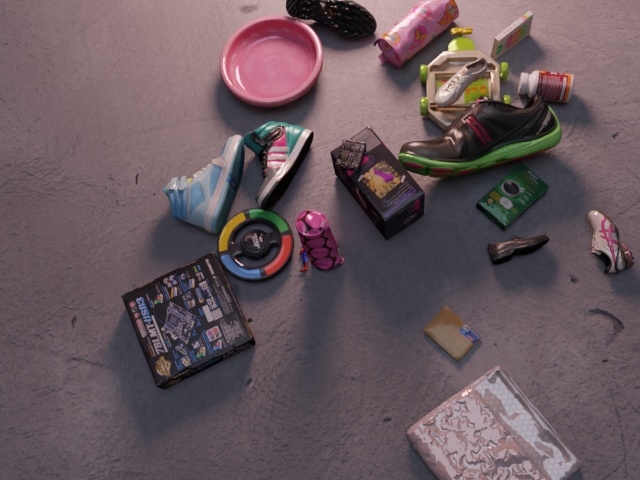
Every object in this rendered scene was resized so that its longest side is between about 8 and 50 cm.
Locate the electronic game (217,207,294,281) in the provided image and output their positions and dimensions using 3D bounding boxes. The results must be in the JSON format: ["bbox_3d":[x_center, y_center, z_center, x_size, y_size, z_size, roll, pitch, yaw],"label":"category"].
[{"bbox_3d":[-0.191,0.011,1.961,0.230,0.048,0.229,-2,69,6],"label":"electronic game"}]

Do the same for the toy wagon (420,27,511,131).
[{"bbox_3d":[0.442,-0.498,2.062,0.268,0.068,0.344,0,69,7],"label":"toy wagon"}]

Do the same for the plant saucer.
[{"bbox_3d":[-0.153,-0.564,2.148,0.333,0.084,0.331,-2,70,7],"label":"plant saucer"}]

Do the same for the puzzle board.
[{"bbox_3d":[0.359,0.255,1.827,0.128,0.011,0.096,42,78,18],"label":"puzzle board"}]

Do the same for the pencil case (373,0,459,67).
[{"bbox_3d":[0.306,-0.670,2.116,0.284,0.124,0.124,-43,71,-8],"label":"pencil case"}]

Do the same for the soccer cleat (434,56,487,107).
[{"bbox_3d":[0.414,-0.471,1.977,0.196,0.076,0.068,-40,70,-8],"label":"soccer cleat"}]

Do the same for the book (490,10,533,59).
[{"bbox_3d":[0.594,-0.639,2.079,0.144,0.096,0.035,-39,71,-7],"label":"book"}]

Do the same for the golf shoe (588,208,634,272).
[{"bbox_3d":[0.780,0.001,1.839,0.086,0.067,0.186,-22,69,0],"label":"golf shoe"}]

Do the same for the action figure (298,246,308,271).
[{"bbox_3d":[-0.048,0.032,1.941,0.030,0.038,0.115,7,71,-9],"label":"action figure"}]

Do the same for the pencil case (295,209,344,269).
[{"bbox_3d":[0.000,0.000,1.857,0.098,0.209,0.095,18,67,25],"label":"pencil case"}]

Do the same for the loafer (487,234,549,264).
[{"bbox_3d":[0.552,0.010,1.867,0.170,0.062,0.061,-17,64,-1],"label":"loafer"}]

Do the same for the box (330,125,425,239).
[{"bbox_3d":[0.166,-0.164,1.919,0.143,0.165,0.270,-34,70,-5],"label":"box"}]

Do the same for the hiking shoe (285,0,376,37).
[{"bbox_3d":[0.041,-0.752,2.177,0.304,0.113,0.132,19,29,-5],"label":"hiking shoe"}]

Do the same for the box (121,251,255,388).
[{"bbox_3d":[-0.375,0.223,1.892,0.294,0.073,0.295,-27,70,-3],"label":"box"}]

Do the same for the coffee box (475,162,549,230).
[{"bbox_3d":[0.554,-0.126,1.926,0.184,0.040,0.113,-43,71,-9],"label":"coffee box"}]

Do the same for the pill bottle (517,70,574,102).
[{"bbox_3d":[0.677,-0.465,2.011,0.152,0.086,0.086,8,71,9],"label":"pill bottle"}]

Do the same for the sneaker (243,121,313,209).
[{"bbox_3d":[-0.163,-0.245,2.008,0.179,0.123,0.295,26,67,10],"label":"sneaker"}]

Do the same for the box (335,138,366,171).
[{"bbox_3d":[0.085,-0.238,1.857,0.067,0.018,0.083,12,72,13],"label":"box"}]

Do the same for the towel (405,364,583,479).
[{"bbox_3d":[0.438,0.532,1.695,0.317,0.053,0.331,-35,69,-6],"label":"towel"}]

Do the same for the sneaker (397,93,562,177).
[{"bbox_3d":[0.441,-0.302,1.917,0.483,0.185,0.202,-15,88,-9],"label":"sneaker"}]

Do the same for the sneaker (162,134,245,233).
[{"bbox_3d":[-0.358,-0.191,2.014,0.208,0.127,0.318,13,71,10],"label":"sneaker"}]
